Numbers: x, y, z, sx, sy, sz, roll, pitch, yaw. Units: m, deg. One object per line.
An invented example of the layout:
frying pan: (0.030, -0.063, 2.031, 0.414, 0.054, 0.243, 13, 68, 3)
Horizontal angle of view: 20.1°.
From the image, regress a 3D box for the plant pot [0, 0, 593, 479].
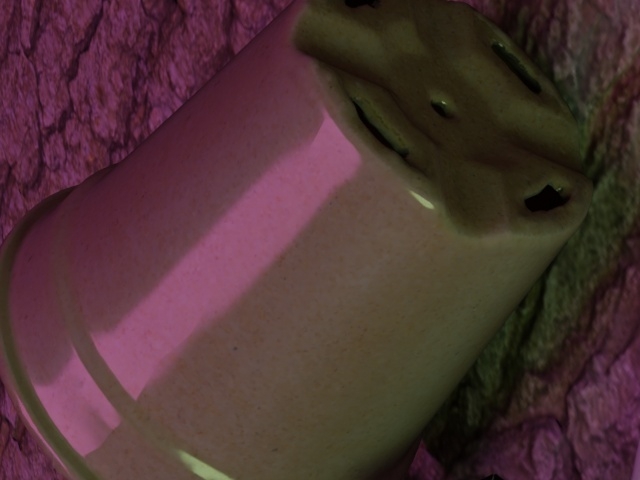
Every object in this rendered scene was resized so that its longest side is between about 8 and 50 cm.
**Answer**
plant pot: (0.000, 0.000, 1.180, 0.305, 0.334, 0.334, -49, 54, 35)

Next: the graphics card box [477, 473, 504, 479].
graphics card box: (0.147, 0.354, 1.098, 0.233, 0.094, 0.371, 34, 138, 52)

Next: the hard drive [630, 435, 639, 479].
hard drive: (0.251, 0.209, 1.031, 0.210, 0.040, 0.318, 35, 123, 51)
